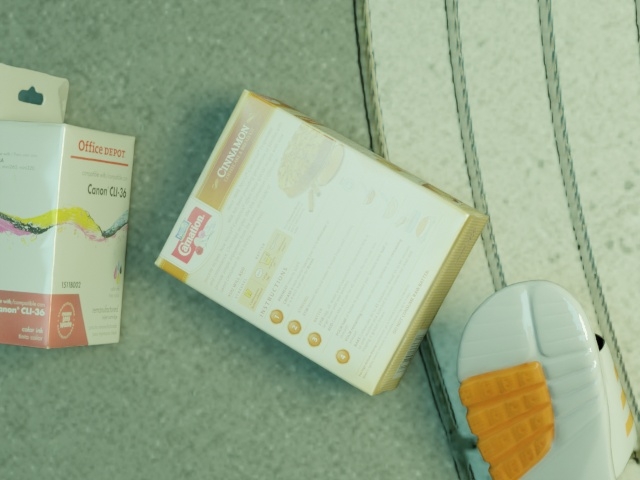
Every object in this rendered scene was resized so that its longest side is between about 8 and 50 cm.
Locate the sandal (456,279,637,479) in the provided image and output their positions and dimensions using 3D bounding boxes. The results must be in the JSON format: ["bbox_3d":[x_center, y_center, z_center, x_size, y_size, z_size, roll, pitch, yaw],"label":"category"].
[{"bbox_3d":[0.165,0.144,1.075,0.102,0.076,0.265,-4,108,32],"label":"sandal"}]

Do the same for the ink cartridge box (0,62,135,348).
[{"bbox_3d":[-0.191,-0.024,1.163,0.067,0.115,0.198,4,91,19],"label":"ink cartridge box"}]

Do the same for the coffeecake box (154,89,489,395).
[{"bbox_3d":[0.000,0.000,1.126,0.185,0.068,0.142,30,98,16],"label":"coffeecake box"}]
